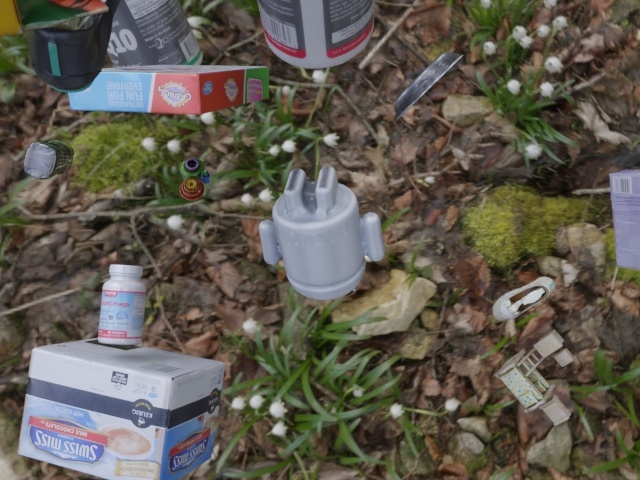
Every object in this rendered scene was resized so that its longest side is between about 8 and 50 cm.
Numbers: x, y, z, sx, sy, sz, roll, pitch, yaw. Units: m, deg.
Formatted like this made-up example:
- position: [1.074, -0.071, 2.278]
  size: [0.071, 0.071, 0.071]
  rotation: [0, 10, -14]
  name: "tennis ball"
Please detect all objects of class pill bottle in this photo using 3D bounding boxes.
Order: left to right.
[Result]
- position: [-0.409, 0.132, 1.155]
  size: [0.087, 0.087, 0.160]
  rotation: [-2, 83, 34]
  name: "pill bottle"
- position: [-0.428, -0.535, 1.248]
  size: [0.204, 0.204, 0.361]
  rotation: [11, 140, 33]
  name: "pill bottle"
- position: [-0.013, -0.406, 0.751]
  size: [0.176, 0.318, 0.176]
  rotation: [-2, 63, 3]
  name: "pill bottle"

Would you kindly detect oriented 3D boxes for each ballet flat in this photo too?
- position: [-0.195, -0.214, 0.447]
  size: [0.074, 0.074, 0.203]
  rotation: [-23, 57, 32]
  name: "ballet flat"
- position: [0.446, 0.135, 1.246]
  size: [0.057, 0.052, 0.168]
  rotation: [49, 126, 7]
  name: "ballet flat"

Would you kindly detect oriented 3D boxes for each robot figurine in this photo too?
- position: [0.000, 0.000, 1.330]
  size: [0.300, 0.199, 0.353]
  rotation: [-1, 128, 14]
  name: "robot figurine"

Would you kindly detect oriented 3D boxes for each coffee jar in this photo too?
- position: [-0.738, -0.224, 1.524]
  size: [0.079, 0.184, 0.096]
  rotation: [17, 99, -13]
  name: "coffee jar"

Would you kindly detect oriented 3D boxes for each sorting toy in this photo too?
- position: [-0.256, -0.132, 1.132]
  size: [0.042, 0.061, 0.101]
  rotation: [115, 151, -67]
  name: "sorting toy"

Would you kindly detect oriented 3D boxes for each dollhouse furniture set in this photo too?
- position: [0.533, 0.331, 1.284]
  size: [0.182, 0.101, 0.161]
  rotation: [51, 126, 14]
  name: "dollhouse furniture set"

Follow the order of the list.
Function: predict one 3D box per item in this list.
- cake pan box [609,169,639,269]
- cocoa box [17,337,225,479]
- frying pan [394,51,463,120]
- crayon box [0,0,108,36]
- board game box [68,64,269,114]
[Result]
- position: [0.805, -0.044, 1.301]
  size: [0.267, 0.070, 0.245]
  rotation: [-167, 66, -68]
  name: "cake pan box"
- position: [-0.421, 0.359, 1.203]
  size: [0.347, 0.231, 0.227]
  rotation: [7, 88, 17]
  name: "cocoa box"
- position: [0.272, -0.386, 1.268]
  size: [0.053, 0.326, 0.197]
  rotation: [45, 150, -4]
  name: "frying pan"
- position: [-0.312, -0.174, 0.303]
  size: [0.202, 0.319, 0.081]
  rotation: [46, 145, 31]
  name: "crayon box"
- position: [-0.261, -0.285, 1.026]
  size: [0.242, 0.316, 0.064]
  rotation: [6, 110, 15]
  name: "board game box"
